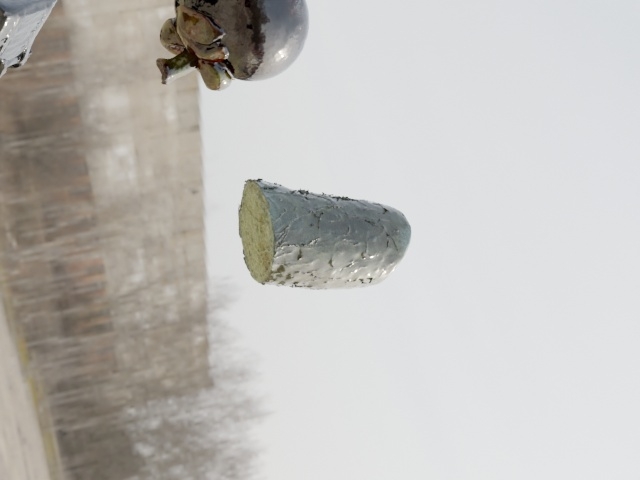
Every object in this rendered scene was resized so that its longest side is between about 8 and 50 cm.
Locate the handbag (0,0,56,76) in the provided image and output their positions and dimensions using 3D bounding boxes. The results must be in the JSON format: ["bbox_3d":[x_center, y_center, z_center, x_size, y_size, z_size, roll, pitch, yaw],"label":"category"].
[{"bbox_3d":[-0.634,-0.420,2.088,0.181,0.181,0.254,-54,-175,23],"label":"handbag"}]

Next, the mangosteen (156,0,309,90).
[{"bbox_3d":[-0.140,-0.313,1.619,0.211,0.250,0.211,46,-4,4],"label":"mangosteen"}]

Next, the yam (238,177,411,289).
[{"bbox_3d":[0.000,0.000,1.126,0.107,0.183,0.107,-12,-105,55],"label":"yam"}]
